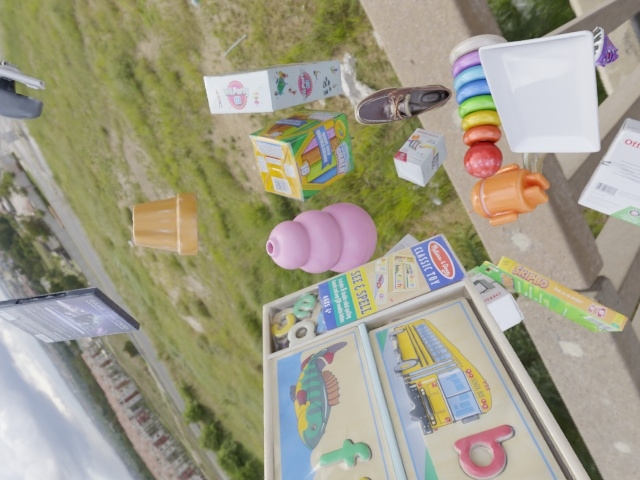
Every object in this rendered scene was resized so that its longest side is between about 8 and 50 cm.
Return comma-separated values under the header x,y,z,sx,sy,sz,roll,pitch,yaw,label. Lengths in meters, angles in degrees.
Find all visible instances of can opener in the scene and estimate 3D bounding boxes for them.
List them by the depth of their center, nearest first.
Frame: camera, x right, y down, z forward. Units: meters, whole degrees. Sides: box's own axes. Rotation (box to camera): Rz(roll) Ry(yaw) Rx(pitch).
x,y,z,sx,sy,sz,roll,pitch,yaw,label
-0.556,-0.249,0.597,0.076,0.283,0.095,20,99,45,can opener

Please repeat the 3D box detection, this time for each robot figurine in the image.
x,y,z,sx,sy,sz,roll,pitch,yaw,label
0.532,-0.133,1.207,0.219,0.128,0.158,-10,97,50,robot figurine

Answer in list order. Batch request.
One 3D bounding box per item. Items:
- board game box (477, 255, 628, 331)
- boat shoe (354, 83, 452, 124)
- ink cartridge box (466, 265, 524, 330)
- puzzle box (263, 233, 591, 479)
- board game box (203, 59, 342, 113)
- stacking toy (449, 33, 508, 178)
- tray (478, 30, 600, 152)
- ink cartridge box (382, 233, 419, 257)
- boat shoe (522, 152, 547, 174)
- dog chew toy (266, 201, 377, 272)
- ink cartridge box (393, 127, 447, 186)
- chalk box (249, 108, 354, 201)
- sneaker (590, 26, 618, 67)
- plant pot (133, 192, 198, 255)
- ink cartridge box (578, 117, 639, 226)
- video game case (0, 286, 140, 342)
x,y,z,sx,sy,sz,roll,pitch,yaw,label
0.451,0.104,0.847,0.259,0.039,0.124,27,174,16,board game box
0.292,-0.485,1.485,0.341,0.123,0.124,-8,107,4,boat shoe
0.549,0.225,1.488,0.115,0.198,0.273,57,-174,-14,ink cartridge box
0.073,0.176,0.422,0.409,0.271,0.052,-102,-13,-53,puzzle box
-0.117,-0.414,1.117,0.223,0.303,0.098,11,119,35,board game box
0.398,-0.318,1.030,0.141,0.141,0.331,-10,80,53,stacking toy
0.356,-0.225,0.664,0.145,0.030,0.270,11,163,39,tray
0.225,0.154,1.415,0.131,0.306,0.226,44,156,21,ink cartridge box
0.622,-0.257,1.199,0.072,0.068,0.190,6,134,43,boat shoe
0.000,0.000,1.184,0.206,0.331,0.207,13,107,52,dog chew toy
0.403,-0.335,1.678,0.128,0.176,0.127,29,162,35,ink cartridge box
-0.025,-0.269,1.220,0.180,0.289,0.179,20,135,40,chalk box
0.534,-0.361,0.797,0.071,0.170,0.068,37,137,7,sneaker
-0.494,-0.050,1.345,0.205,0.187,0.205,178,90,-71,plant pot
0.771,-0.165,1.026,0.160,0.092,0.220,28,138,22,ink cartridge box
-0.627,0.191,1.043,0.274,0.026,0.196,-9,142,6,video game case
